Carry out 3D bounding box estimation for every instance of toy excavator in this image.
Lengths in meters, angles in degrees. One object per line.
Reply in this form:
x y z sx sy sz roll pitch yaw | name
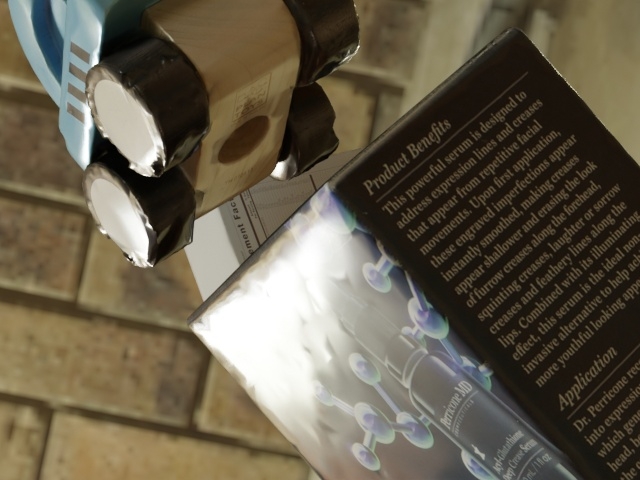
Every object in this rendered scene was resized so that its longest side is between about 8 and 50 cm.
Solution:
-0.189 -0.264 1.658 0.445 0.222 0.433 45 151 20 | toy excavator

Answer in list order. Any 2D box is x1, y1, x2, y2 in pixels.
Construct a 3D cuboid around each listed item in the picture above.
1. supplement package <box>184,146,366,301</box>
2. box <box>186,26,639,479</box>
0.000 0.000 1.985 0.244 0.139 0.134 -13 161 -23 | supplement package
0.143 0.101 1.403 0.395 0.212 0.293 49 149 2 | box
